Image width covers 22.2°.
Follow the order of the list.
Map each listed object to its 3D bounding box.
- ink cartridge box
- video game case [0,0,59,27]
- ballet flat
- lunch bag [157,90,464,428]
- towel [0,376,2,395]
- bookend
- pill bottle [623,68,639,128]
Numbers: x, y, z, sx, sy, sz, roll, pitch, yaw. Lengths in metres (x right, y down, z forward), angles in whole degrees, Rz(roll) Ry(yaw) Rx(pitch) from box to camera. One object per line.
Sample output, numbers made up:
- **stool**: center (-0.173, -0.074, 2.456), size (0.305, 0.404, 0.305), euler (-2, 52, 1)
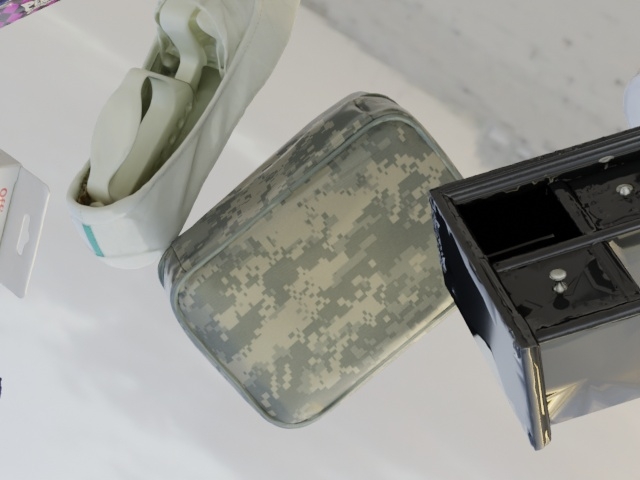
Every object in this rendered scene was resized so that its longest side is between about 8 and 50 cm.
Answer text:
- **ink cartridge box**: center (-0.299, -0.034, 1.284), size (0.181, 0.104, 0.061), euler (32, -154, 34)
- **video game case**: center (-0.182, -0.294, 1.152), size (0.232, 0.210, 0.042), euler (62, 171, 11)
- **ballet flat**: center (-0.136, -0.164, 1.637), size (0.139, 0.400, 0.139), euler (24, 166, 6)
- **lunch bag**: center (0.000, 0.000, 1.578), size (0.212, 0.305, 0.256), euler (50, 180, -20)
- **towel**: center (-0.421, 0.185, 1.277), size (0.227, 0.308, 0.076), euler (34, 171, -16)
- **bookend**: center (0.158, 0.018, 0.893), size (0.157, 0.156, 0.072), euler (-113, 8, -54)
- **pill bottle**: center (0.312, -0.134, 1.185), size (0.108, 0.180, 0.108), euler (35, 155, 19)
